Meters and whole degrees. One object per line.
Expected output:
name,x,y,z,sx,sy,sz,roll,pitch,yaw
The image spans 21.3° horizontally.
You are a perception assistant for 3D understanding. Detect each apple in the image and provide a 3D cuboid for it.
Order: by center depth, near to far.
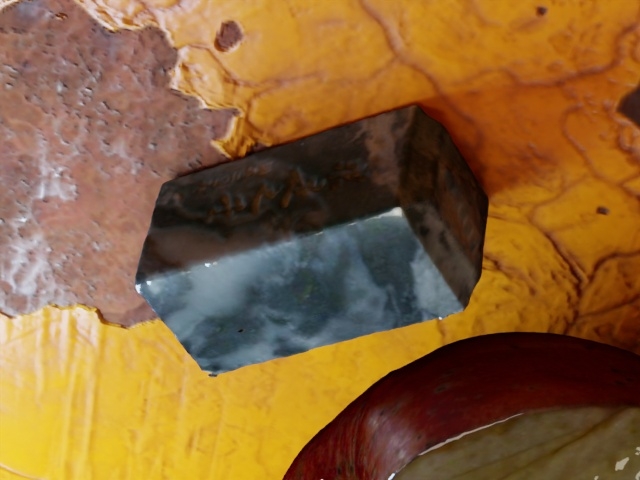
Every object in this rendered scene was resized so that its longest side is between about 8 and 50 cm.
apple,0.143,0.217,1.006,0.365,0.295,0.329,17,162,-10

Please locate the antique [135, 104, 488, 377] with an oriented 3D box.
antique,0.000,0.000,0.947,0.183,0.088,0.086,-16,130,24
